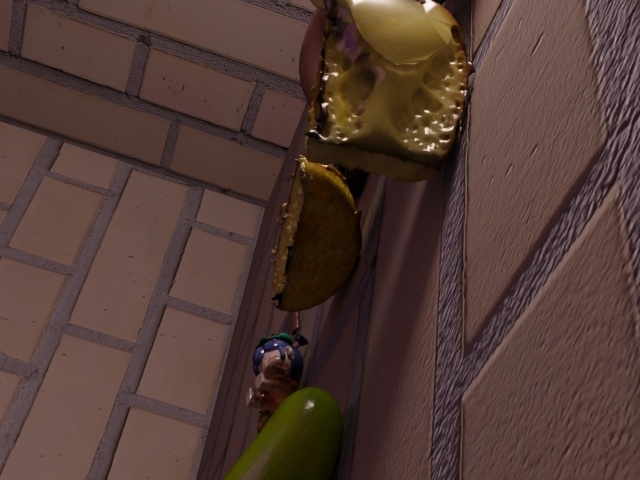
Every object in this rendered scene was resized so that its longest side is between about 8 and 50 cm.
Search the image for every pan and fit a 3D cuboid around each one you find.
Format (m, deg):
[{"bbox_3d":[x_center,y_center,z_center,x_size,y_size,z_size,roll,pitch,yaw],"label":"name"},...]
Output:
[{"bbox_3d":[0.060,-0.146,1.871,0.202,0.048,0.128,-85,16,-54],"label":"pan"}]

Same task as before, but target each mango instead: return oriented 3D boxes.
[{"bbox_3d":[-0.060,0.330,1.279,0.293,0.143,0.175,-62,1,-2],"label":"mango"}]

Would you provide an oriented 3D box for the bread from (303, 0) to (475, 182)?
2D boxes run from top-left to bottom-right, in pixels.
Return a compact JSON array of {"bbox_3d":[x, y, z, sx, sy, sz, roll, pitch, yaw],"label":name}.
[{"bbox_3d":[0.085,-0.183,1.237,0.163,0.204,0.262,95,-175,-67],"label":"bread"}]

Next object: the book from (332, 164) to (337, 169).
[{"bbox_3d":[0.070,-0.271,2.220,0.215,0.025,0.283,116,168,-53],"label":"book"}]

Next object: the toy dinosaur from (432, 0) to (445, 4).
[{"bbox_3d":[0.129,-0.333,1.724,0.331,0.129,0.383,-58,10,18],"label":"toy dinosaur"}]

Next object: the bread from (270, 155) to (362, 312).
[{"bbox_3d":[0.001,-0.005,1.633,0.160,0.147,0.261,-106,27,-62],"label":"bread"}]

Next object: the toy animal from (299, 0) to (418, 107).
[{"bbox_3d":[0.070,-0.278,1.460,0.195,0.213,0.256,-37,-14,-41],"label":"toy animal"}]

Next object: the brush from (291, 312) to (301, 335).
[{"bbox_3d":[-0.052,0.084,2.127,0.301,0.071,0.084,-87,19,-45],"label":"brush"}]

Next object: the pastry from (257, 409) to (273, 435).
[{"bbox_3d":[-0.087,0.353,1.749,0.140,0.056,0.080,-97,18,-59],"label":"pastry"}]

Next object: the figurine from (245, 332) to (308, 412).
[{"bbox_3d":[-0.081,0.249,1.788,0.111,0.102,0.195,-55,17,24],"label":"figurine"}]
